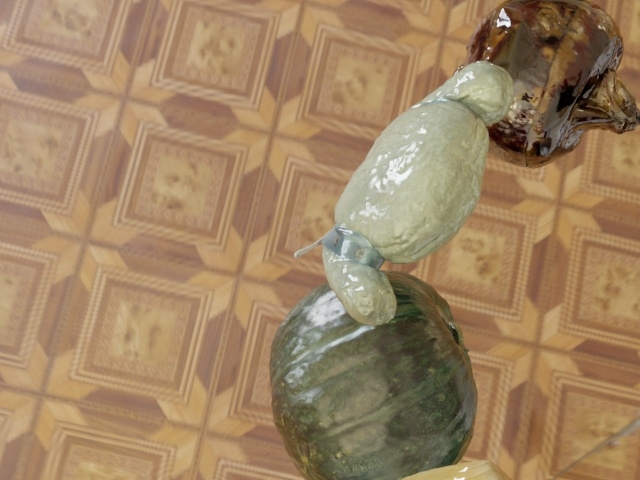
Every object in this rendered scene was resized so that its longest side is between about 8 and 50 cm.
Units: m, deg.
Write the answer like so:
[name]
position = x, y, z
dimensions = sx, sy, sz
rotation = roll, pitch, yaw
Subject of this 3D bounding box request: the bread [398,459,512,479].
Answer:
[bread]
position = 0.093, 0.315, 0.542
dimensions = 0.183, 0.236, 0.389
rotation = -21, 80, 0

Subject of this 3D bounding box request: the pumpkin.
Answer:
[pumpkin]
position = 0.057, 0.180, 1.292
dimensions = 0.263, 0.197, 0.293
rotation = -20, 79, 6

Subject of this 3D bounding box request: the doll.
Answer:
[doll]
position = 0.062, -0.039, 0.721
dimensions = 0.071, 0.103, 0.214
rotation = 46, 62, -36

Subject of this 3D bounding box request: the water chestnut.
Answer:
[water chestnut]
position = 0.283, -0.192, 1.310
dimensions = 0.238, 0.224, 0.224
rotation = 31, 74, 24

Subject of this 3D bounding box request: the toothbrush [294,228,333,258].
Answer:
[toothbrush]
position = 0.000, 0.000, 1.581
dimensions = 0.013, 0.011, 0.131
rotation = 20, 32, 30
